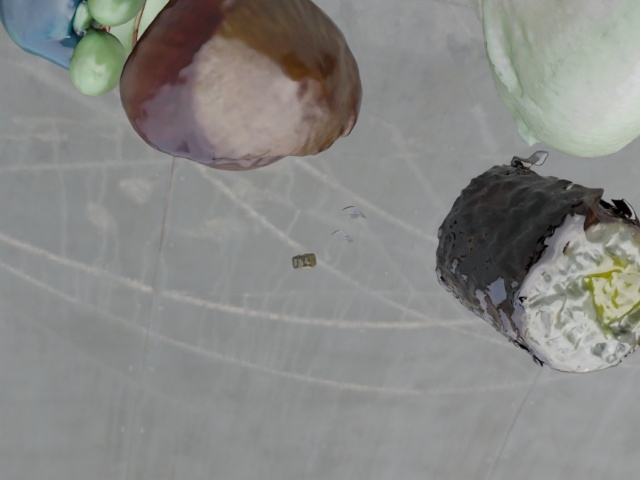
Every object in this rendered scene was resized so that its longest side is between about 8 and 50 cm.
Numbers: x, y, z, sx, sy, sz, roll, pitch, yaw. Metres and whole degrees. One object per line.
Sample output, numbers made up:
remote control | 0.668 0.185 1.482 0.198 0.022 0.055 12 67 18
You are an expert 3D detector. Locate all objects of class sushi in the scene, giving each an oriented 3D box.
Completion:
sushi | 0.364 0.037 1.261 0.281 0.294 0.299 -37 120 -6

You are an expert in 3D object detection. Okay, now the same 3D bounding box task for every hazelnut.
hazelnut | -0.057 -0.133 0.649 0.160 0.170 0.202 -35 151 29

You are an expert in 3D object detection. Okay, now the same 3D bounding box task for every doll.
doll | -0.253 -0.291 0.849 0.186 0.322 0.198 21 112 -9

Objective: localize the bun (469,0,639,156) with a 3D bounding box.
bun | 0.182 -0.192 0.444 0.179 0.283 0.283 40 149 7

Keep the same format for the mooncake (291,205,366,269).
mooncake | 0.006 0.012 1.518 0.150 0.057 0.347 -18 171 -37
